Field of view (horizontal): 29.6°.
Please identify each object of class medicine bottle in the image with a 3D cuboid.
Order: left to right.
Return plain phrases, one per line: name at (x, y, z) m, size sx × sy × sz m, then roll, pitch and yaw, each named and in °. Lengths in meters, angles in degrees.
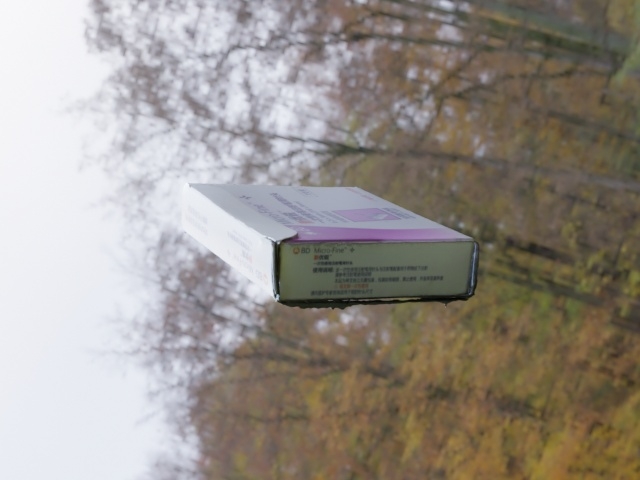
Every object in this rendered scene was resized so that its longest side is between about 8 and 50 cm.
medicine bottle at (0.000, 0.000, 0.940) m, size 0.171 × 0.201 × 0.052 m, roll 1°, pitch -76°, yaw -25°
